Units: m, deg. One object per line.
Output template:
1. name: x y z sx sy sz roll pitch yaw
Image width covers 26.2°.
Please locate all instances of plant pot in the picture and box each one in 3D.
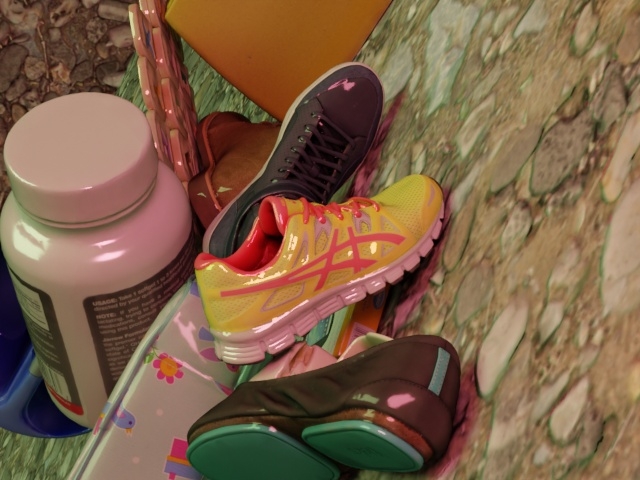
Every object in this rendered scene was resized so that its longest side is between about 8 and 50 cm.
1. plant pot: -0.049 -0.281 1.463 0.212 0.187 0.212 -54 21 30

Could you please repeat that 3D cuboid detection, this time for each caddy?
1. caddy: -0.308 0.083 1.647 0.341 0.241 0.179 -57 14 25

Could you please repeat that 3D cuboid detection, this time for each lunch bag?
1. lunch bag: -0.126 0.163 1.180 0.279 0.107 0.224 -62 -1 1

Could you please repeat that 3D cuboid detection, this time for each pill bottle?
1. pill bottle: -0.202 0.023 1.298 0.319 0.176 0.176 86 -171 -46

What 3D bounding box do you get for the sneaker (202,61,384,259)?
1. sneaker: -0.004 -0.050 1.156 0.226 0.086 0.163 -55 16 -1

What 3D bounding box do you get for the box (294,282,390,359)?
1. box: 0.009 0.069 1.090 0.136 0.028 0.081 -32 37 65

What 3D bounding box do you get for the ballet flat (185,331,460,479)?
1. ballet flat: 0.006 0.117 0.945 0.280 0.095 0.096 -17 39 54

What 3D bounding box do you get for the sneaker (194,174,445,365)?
1. sneaker: 0.000 0.000 0.985 0.208 0.094 0.081 -34 20 -20

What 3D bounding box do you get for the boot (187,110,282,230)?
1. boot: -0.065 -0.081 1.447 0.115 0.112 0.305 -30 19 7

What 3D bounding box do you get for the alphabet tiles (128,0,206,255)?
1. alphabet tiles: -0.150 -0.127 1.452 0.278 0.021 0.284 64 -166 -75
